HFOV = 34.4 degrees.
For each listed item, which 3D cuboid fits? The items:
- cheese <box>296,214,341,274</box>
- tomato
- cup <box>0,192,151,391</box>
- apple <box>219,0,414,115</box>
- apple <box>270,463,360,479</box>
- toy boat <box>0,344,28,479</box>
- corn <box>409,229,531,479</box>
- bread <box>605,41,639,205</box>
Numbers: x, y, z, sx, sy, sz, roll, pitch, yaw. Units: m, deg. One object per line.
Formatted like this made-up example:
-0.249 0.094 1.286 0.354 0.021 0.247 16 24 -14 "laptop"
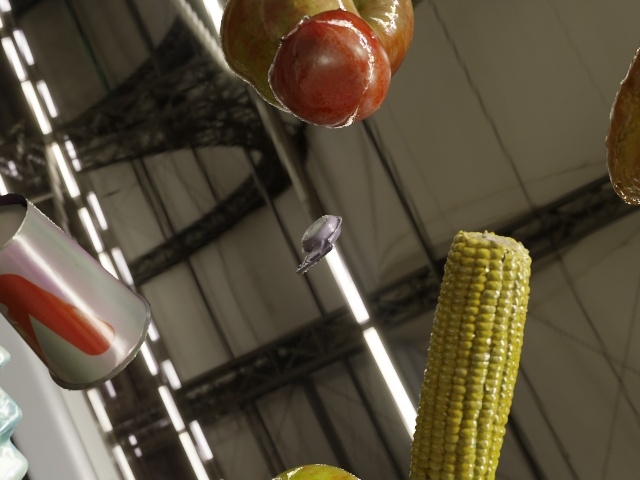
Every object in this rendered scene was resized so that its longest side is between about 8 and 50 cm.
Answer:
0.000 0.000 2.072 0.042 0.105 0.191 47 20 -17 "cheese"
0.016 -0.224 1.380 0.167 0.167 0.167 50 -28 38 "tomato"
-0.418 0.072 1.582 0.203 0.203 0.288 41 -12 48 "cup"
-0.017 -0.331 1.649 0.301 0.301 0.301 50 -28 38 "apple"
-0.011 0.378 1.303 0.196 0.196 0.196 50 -28 38 "apple"
-0.333 0.204 0.832 0.133 0.145 0.332 44 -49 1 "toy boat"
0.132 0.114 0.908 0.081 0.081 0.248 13 -87 64 "corn"
0.591 -0.196 1.513 0.204 0.336 0.358 33 -60 42 "bread"
